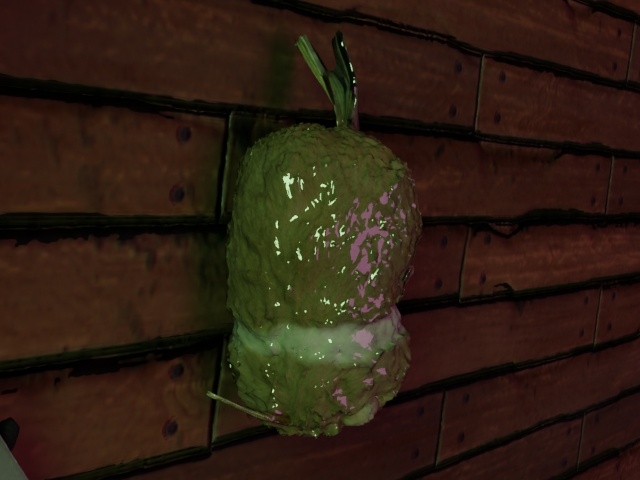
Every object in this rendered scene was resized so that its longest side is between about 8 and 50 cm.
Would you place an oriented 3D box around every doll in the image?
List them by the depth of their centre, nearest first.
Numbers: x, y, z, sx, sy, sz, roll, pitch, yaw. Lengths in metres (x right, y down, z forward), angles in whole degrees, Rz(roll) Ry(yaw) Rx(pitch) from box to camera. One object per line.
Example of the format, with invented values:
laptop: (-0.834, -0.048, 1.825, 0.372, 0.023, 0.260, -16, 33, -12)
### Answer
doll: (0.005, -0.002, 0.768, 0.115, 0.105, 0.221, 7, 94, -54)

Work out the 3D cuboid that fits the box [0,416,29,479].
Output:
box: (-0.157, 0.211, 0.602, 0.211, 0.045, 0.270, -59, 144, -35)
